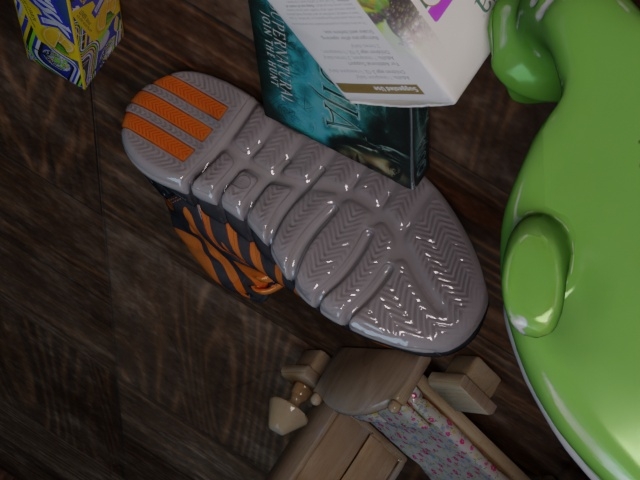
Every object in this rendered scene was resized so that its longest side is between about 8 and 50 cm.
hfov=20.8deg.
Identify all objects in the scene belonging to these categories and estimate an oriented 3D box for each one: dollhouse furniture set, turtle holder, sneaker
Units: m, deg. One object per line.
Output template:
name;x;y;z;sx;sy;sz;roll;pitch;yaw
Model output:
dollhouse furniture set;0.091;0.259;1.619;0.303;0.174;0.355;44;157;-23
turtle holder;0.187;0.017;0.871;0.320;0.243;0.227;29;174;12
sneaker;0.000;0.000;1.312;0.321;0.124;0.180;37;165;25

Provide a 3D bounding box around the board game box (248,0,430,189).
board game box;0.014;-0.113;1.150;0.126;0.026;0.186;28;158;17

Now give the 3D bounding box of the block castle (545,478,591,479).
block castle;0.247;0.436;1.570;0.453;0.303;0.213;54;176;-37

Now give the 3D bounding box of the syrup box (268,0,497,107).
syrup box;0.005;-0.183;0.924;0.096;0.093;0.237;6;145;50

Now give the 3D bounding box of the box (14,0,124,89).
box;-0.182;-0.180;1.248;0.054;0.059;0.169;28;158;11
